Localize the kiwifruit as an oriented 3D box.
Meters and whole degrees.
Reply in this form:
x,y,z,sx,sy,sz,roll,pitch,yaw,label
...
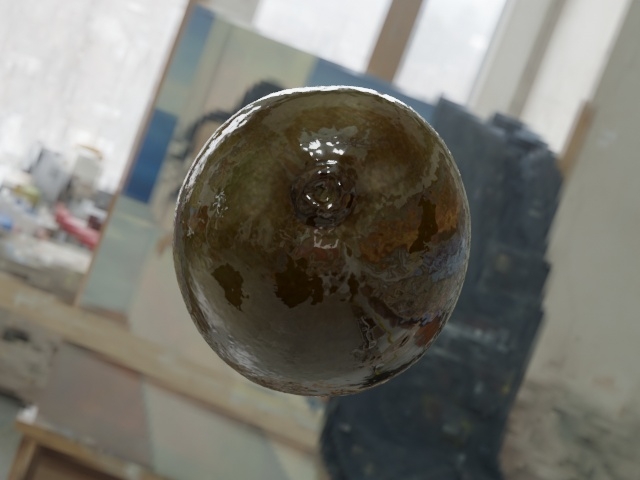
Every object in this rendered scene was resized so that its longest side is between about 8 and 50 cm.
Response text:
x,y,z,sx,sy,sz,roll,pitch,yaw,label
0.000,0.000,1.084,0.196,0.196,0.234,22,-10,8,kiwifruit
